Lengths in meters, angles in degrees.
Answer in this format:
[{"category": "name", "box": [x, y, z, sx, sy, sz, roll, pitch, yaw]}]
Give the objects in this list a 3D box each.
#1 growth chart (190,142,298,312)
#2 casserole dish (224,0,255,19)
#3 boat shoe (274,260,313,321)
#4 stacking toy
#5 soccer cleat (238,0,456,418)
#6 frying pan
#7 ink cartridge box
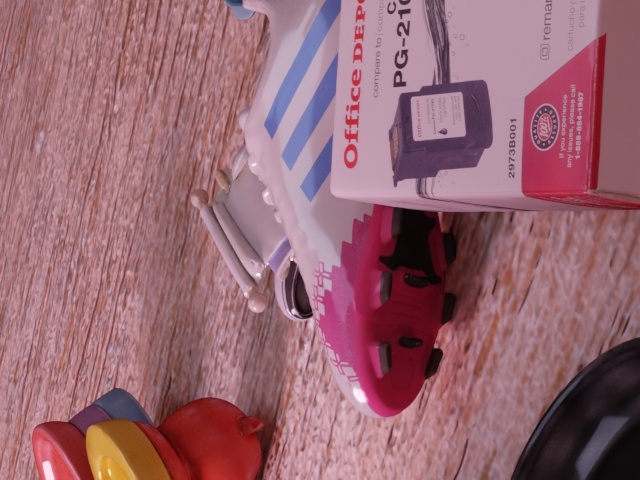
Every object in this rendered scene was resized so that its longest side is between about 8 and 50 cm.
[{"category": "growth chart", "box": [-0.009, -0.056, 1.499, 0.237, 0.021, 0.172, -48, 45, 25]}, {"category": "casserole dish", "box": [-0.043, -0.283, 1.668, 0.114, 0.037, 0.188, 11, 94, 63]}, {"category": "boat shoe", "box": [0.000, 0.000, 1.521, 0.040, 0.049, 0.142, 36, 115, 59]}, {"category": "stacking toy", "box": [-0.126, 0.261, 1.713, 0.309, 0.130, 0.279, -3, 109, 65]}, {"category": "soccer cleat", "box": [0.011, -0.039, 1.381, 0.143, 0.116, 0.331, -4, 86, 34]}, {"category": "frying pan", "box": [0.157, 0.204, 1.081, 0.197, 0.053, 0.326, -32, 38, 52]}, {"category": "ink cartridge box", "box": [0.118, -0.107, 1.206, 0.237, 0.100, 0.172, 1, 86, 51]}]
